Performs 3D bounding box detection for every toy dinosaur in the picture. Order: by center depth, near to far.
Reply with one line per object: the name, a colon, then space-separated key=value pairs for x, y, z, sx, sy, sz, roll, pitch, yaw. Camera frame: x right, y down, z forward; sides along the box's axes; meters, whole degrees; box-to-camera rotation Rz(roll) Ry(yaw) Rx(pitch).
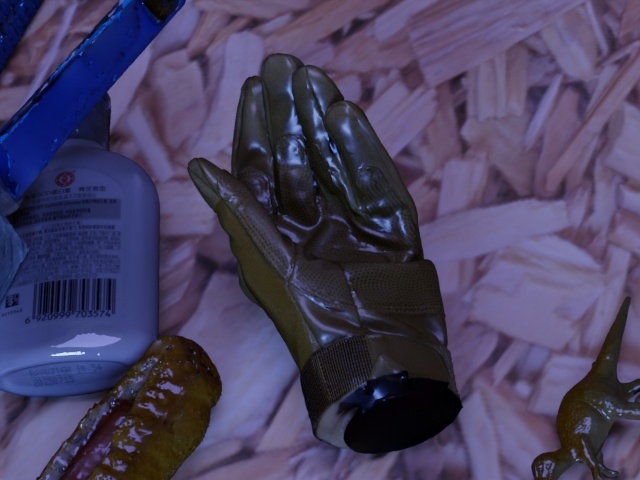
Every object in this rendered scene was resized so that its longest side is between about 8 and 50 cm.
toy dinosaur: x=0.205 y=0.119 z=1.299 sx=0.126 sy=0.039 sz=0.162 roll=-11 pitch=51 yaw=-7

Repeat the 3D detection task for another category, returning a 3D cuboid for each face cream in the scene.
face cream: x=-0.202 y=-0.008 z=1.375 sx=0.144 sy=0.071 sz=0.291 roll=-7 pitch=52 yaw=1

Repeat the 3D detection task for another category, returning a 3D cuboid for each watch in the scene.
watch: x=-0.273 y=-0.133 z=1.437 sx=0.276 sy=0.068 sz=0.274 roll=13 pitch=62 yaw=54

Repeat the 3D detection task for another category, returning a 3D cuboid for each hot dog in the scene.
hot dog: x=-0.160 y=0.186 z=1.212 sx=0.068 sy=0.083 sz=0.289 roll=-4 pitch=41 yaw=44

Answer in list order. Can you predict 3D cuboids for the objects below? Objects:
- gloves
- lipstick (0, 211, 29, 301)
gloves: x=0.005 y=0.008 z=1.324 sx=0.154 sy=0.141 sz=0.331 roll=-27 pitch=62 yaw=11
lipstick: x=-0.323 y=0.112 z=1.241 sx=0.068 sy=0.066 sz=0.317 roll=10 pitch=60 yaw=27
